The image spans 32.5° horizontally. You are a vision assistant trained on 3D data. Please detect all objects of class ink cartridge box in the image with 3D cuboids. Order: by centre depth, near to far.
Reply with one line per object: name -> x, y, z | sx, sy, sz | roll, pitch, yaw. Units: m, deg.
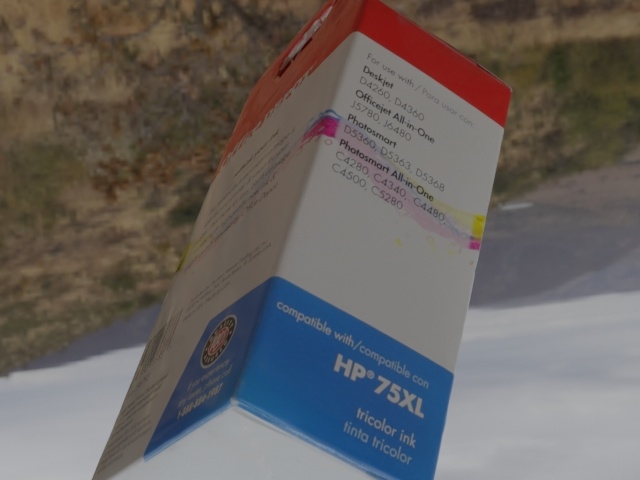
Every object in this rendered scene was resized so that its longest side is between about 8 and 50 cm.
ink cartridge box -> 0.000, 0.000, 0.444 | 0.078, 0.231, 0.134 | 30, 144, -17
